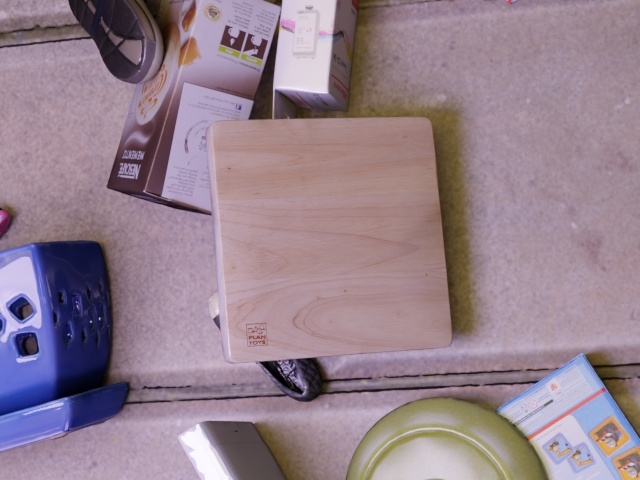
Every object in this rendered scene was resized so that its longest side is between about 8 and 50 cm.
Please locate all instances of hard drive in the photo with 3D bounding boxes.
[{"bbox_3d":[-0.036,0.334,1.648,0.040,0.203,0.307,-33,77,7],"label":"hard drive"}]

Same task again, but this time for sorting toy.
[{"bbox_3d":[0.000,0.000,1.689,0.257,0.089,0.256,-3,84,-21],"label":"sorting toy"}]

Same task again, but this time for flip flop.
[{"bbox_3d":[-0.229,-0.284,1.806,0.277,0.080,0.112,59,136,38],"label":"flip flop"}]

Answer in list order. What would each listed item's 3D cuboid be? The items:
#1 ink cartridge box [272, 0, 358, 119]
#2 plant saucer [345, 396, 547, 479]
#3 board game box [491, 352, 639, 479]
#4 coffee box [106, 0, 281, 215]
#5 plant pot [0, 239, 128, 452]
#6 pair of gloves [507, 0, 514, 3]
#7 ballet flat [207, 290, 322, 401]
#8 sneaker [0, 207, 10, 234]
[{"bbox_3d":[-0.004,-0.215,1.753,0.067,0.115,0.198,5,86,13],"label":"ink cartridge box"},{"bbox_3d":[0.130,0.291,1.677,0.241,0.037,0.241,0,89,23],"label":"plant saucer"},{"bbox_3d":[0.278,0.253,1.669,0.160,0.039,0.211,-34,76,8],"label":"board game box"},{"bbox_3d":[-0.146,-0.160,1.755,0.098,0.141,0.247,17,86,-25],"label":"coffee box"},{"bbox_3d":[-0.358,0.130,1.742,0.236,0.236,0.212,-17,87,10],"label":"plant pot"},{"bbox_3d":[0.267,-0.366,1.755,0.159,0.023,0.198,-14,81,11],"label":"pair of gloves"},{"bbox_3d":[-0.062,0.116,1.760,0.173,0.049,0.057,42,93,14],"label":"ballet flat"},{"bbox_3d":[-0.454,-0.002,1.859,0.170,0.063,0.075,-32,83,13],"label":"sneaker"}]
